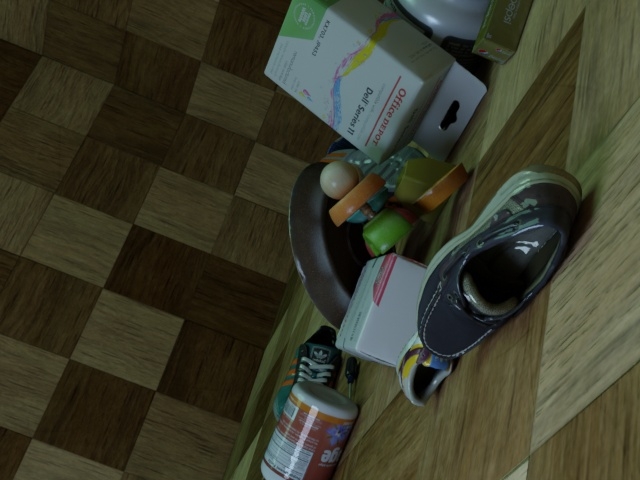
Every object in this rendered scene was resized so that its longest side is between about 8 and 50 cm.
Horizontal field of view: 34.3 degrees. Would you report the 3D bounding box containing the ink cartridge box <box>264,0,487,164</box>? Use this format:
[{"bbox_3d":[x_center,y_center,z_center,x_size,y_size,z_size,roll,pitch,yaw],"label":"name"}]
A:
[{"bbox_3d":[0.091,-0.282,1.819,0.119,0.353,0.207,-38,-18,-43],"label":"ink cartridge box"}]

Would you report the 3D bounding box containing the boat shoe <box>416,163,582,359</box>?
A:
[{"bbox_3d":[0.177,0.042,1.102,0.285,0.103,0.092,-56,7,41],"label":"boat shoe"}]

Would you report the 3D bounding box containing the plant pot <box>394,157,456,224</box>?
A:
[{"bbox_3d":[0.172,-0.092,1.761,0.081,0.083,0.081,-74,7,-47],"label":"plant pot"}]

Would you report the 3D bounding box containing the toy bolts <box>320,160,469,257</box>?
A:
[{"bbox_3d":[0.099,-0.086,1.665,0.218,0.158,0.228,-41,-1,-9],"label":"toy bolts"}]

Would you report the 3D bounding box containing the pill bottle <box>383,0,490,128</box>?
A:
[{"bbox_3d":[0.205,-0.381,1.908,0.210,0.210,0.363,-74,9,-49],"label":"pill bottle"}]

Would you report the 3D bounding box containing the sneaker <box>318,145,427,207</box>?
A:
[{"bbox_3d":[0.130,-0.083,2.021,0.125,0.180,0.321,-41,28,-22],"label":"sneaker"}]

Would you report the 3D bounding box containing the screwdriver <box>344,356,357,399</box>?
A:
[{"bbox_3d":[0.054,0.265,1.871,0.170,0.024,0.025,-82,-14,-62],"label":"screwdriver"}]

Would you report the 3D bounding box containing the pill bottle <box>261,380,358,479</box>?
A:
[{"bbox_3d":[-0.028,0.360,1.770,0.121,0.121,0.216,-101,33,-80],"label":"pill bottle"}]

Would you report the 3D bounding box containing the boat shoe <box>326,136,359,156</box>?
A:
[{"bbox_3d":[0.061,-0.190,2.200,0.183,0.066,0.066,-55,-6,-34],"label":"boat shoe"}]

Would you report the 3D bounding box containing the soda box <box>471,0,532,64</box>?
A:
[{"bbox_3d":[0.308,-0.384,1.698,0.061,0.058,0.181,132,159,-74],"label":"soda box"}]

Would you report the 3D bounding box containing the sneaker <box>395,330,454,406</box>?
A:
[{"bbox_3d":[0.151,0.119,1.291,0.084,0.070,0.185,-103,28,-66],"label":"sneaker"}]

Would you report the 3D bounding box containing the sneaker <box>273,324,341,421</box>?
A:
[{"bbox_3d":[-0.022,0.276,2.114,0.302,0.108,0.121,-76,5,-65],"label":"sneaker"}]

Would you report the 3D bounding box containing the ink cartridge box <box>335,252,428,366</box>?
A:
[{"bbox_3d":[0.102,0.111,1.615,0.218,0.092,0.158,159,133,-81],"label":"ink cartridge box"}]

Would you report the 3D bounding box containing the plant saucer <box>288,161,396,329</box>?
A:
[{"bbox_3d":[0.053,0.008,1.804,0.050,0.310,0.310,-15,40,32],"label":"plant saucer"}]
